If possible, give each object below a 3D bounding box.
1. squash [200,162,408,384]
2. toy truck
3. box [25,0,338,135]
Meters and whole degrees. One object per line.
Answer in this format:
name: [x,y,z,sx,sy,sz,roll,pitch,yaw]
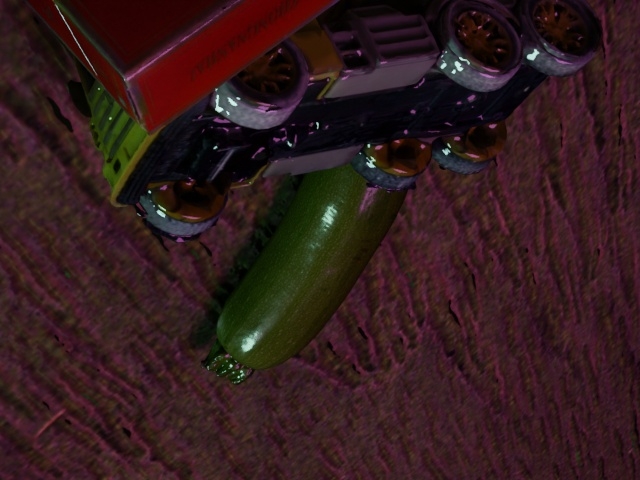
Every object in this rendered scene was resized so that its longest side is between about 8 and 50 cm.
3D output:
squash: [0.000,0.000,1.133,0.069,0.069,0.258,-9,138,-48]
toy truck: [0.004,-0.112,0.886,0.272,0.157,0.124,-12,157,-34]
box: [-0.080,-0.137,0.700,0.112,0.175,0.048,-38,154,-13]
